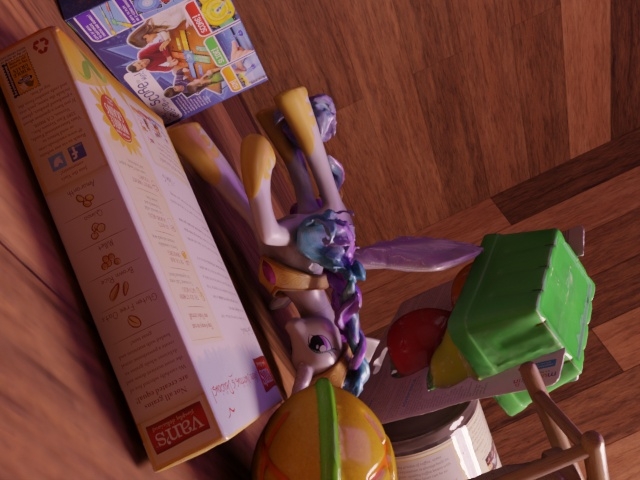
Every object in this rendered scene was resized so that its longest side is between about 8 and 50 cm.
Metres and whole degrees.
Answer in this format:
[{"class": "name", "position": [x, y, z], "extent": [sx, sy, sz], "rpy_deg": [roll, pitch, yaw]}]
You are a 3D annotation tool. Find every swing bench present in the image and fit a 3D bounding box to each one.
[{"class": "swing bench", "position": [0.163, 0.303, 0.655], "extent": [0.165, 0.253, 0.255], "rpy_deg": [-106, 174, -74]}]

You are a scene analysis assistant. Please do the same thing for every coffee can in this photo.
[{"class": "coffee can", "position": [0.175, 0.358, 0.976], "extent": [0.201, 0.201, 0.276], "rpy_deg": [-107, 177, -77]}]

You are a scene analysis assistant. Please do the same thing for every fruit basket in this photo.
[{"class": "fruit basket", "position": [0.204, 0.138, 0.921], "extent": [0.165, 0.353, 0.327], "rpy_deg": [47, 40, -8]}]

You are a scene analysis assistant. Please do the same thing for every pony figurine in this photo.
[{"class": "pony figurine", "position": [0.000, 0.000, 0.814], "extent": [0.351, 0.302, 0.364], "rpy_deg": [-31, 101, -56]}]

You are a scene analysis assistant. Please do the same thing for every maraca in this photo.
[{"class": "maraca", "position": [0.001, 0.175, 0.461], "extent": [0.186, 0.099, 0.127], "rpy_deg": [94, -2, -49]}]

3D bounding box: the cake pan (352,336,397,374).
[{"class": "cake pan", "position": [0.147, 0.290, 1.245], "extent": [0.293, 0.054, 0.293], "rpy_deg": [22, 18, -8]}]

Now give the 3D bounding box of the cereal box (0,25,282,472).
[{"class": "cereal box", "position": [-0.102, 0.009, 0.409], "extent": [0.173, 0.047, 0.240], "rpy_deg": [54, 12, -80]}]

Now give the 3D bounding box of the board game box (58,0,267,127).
[{"class": "board game box", "position": [-0.142, -0.195, 0.637], "extent": [0.201, 0.136, 0.035], "rpy_deg": [62, 4, -70]}]
